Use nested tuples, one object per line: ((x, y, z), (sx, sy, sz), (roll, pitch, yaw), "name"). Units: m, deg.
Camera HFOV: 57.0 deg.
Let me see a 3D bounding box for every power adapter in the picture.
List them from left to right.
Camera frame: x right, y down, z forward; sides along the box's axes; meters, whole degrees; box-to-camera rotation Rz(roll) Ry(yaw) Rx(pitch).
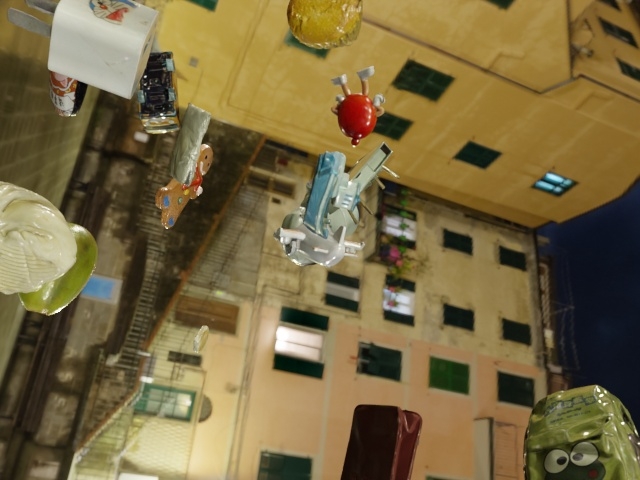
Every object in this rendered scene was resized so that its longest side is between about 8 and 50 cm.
((-0.380, -0.333, 0.940), (0.130, 0.204, 0.125), (-89, -157, -43), "power adapter")

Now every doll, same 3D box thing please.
((0.114, -0.396, 1.766), (0.183, 0.085, 0.217), (-4, -83, 38), "doll")

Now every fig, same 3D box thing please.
((-0.881, 0.091, 1.955), (0.258, 0.258, 0.326), (134, -37, -54), "fig")

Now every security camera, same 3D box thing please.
((-0.013, -0.042, 1.805), (0.277, 0.197, 0.191), (-46, 143, -47), "security camera")

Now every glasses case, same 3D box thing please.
((-0.541, -0.396, 1.282), (0.103, 0.067, 0.267), (48, -53, 32), "glasses case")

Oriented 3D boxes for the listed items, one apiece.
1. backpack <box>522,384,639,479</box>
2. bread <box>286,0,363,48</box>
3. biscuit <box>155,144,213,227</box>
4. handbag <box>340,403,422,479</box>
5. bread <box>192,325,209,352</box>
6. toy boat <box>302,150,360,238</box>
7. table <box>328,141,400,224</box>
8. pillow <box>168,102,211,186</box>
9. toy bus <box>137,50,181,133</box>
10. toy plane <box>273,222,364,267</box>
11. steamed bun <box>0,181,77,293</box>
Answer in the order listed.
((0.434, 0.363, 0.964), (0.207, 0.140, 0.253), (-29, -155, 28), "backpack")
((0.017, -0.683, 1.777), (0.139, 0.239, 0.240), (41, 62, -74), "bread")
((-0.459, -0.205, 2.041), (0.205, 0.049, 0.324), (91, 22, -54), "biscuit")
((0.161, 0.608, 1.666), (0.260, 0.084, 0.276), (-24, -132, 56), "handbag")
((-0.416, 0.341, 2.050), (0.070, 0.035, 0.083), (102, 12, -48), "bread")
((0.026, -0.078, 1.143), (0.215, 0.102, 0.088), (108, -5, -47), "toy boat")
((0.126, -0.151, 1.648), (0.121, 0.111, 0.240), (-32, -166, 49), "table")
((-0.389, -0.284, 1.742), (0.148, 0.050, 0.230), (29, -79, 44), "pillow")
((-0.415, -0.374, 1.512), (0.114, 0.098, 0.201), (99, -17, -66), "toy bus")
((0.000, 0.000, 1.519), (0.244, 0.244, 0.117), (-147, -112, -70), "toy plane")
((-0.729, -0.021, 1.379), (0.203, 0.289, 0.276), (-90, 165, -45), "steamed bun")
